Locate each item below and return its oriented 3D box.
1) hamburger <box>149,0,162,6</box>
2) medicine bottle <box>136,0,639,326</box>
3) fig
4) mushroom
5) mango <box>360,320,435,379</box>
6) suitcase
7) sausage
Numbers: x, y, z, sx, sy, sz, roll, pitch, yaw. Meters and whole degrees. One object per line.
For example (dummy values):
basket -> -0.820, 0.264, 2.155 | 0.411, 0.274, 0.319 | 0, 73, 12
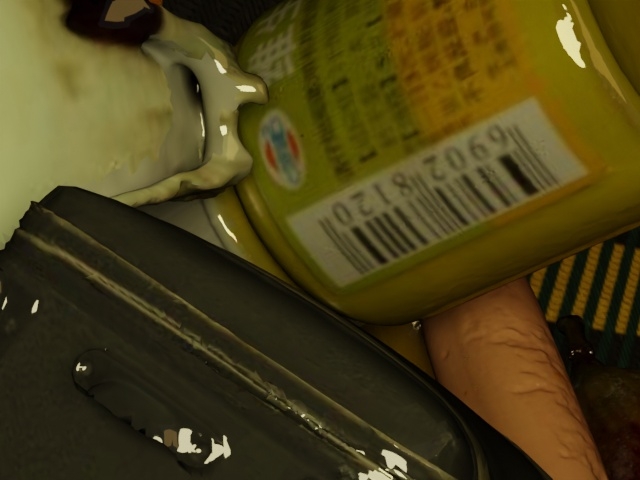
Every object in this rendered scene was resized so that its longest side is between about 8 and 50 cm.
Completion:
hamburger -> -0.179, -0.146, 1.179 | 0.166, 0.087, 0.137 | 37, 42, -33
medicine bottle -> 0.047, -0.062, 1.159 | 0.224, 0.384, 0.224 | 33, 43, -38
fig -> 0.253, 0.166, 1.536 | 0.170, 0.145, 0.274 | 28, 34, -45
mushroom -> -0.187, -0.090, 0.987 | 0.292, 0.212, 0.217 | -23, 96, -43
mango -> 0.099, 0.094, 1.393 | 0.227, 0.099, 0.136 | 55, 29, -27
suitcase -> -0.030, 0.128, 0.943 | 0.283, 0.194, 0.434 | 31, -4, 24
sausage -> 0.124, 0.106, 1.203 | 0.086, 0.086, 0.289 | 32, 27, -39
